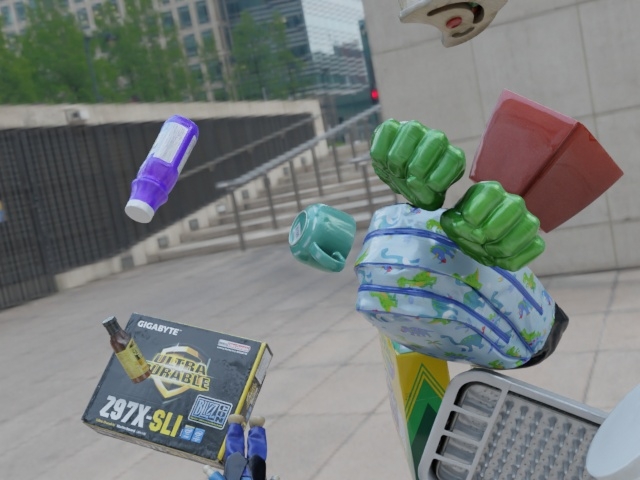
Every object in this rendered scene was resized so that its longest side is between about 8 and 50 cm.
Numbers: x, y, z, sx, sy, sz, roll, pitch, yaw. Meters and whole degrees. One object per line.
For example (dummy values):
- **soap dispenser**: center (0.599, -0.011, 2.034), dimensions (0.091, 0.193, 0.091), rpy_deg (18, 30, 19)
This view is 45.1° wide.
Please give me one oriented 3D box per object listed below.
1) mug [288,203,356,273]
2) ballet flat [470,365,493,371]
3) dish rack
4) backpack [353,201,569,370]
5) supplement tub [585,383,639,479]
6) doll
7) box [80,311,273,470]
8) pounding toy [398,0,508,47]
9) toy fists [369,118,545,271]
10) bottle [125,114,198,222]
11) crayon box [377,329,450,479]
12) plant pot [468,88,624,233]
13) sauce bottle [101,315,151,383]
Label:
- **mug**: center (0.001, -0.008, 1.524), dimensions (0.097, 0.129, 0.158), rpy_deg (22, -8, -21)
- **ballet flat**: center (0.404, 0.238, 1.992), dimensions (0.058, 0.249, 0.084), rpy_deg (2, -5, -42)
- **dish rack**: center (0.354, 0.360, 1.300), dimensions (0.333, 0.285, 0.072), rpy_deg (20, 28, 12)
- **backpack**: center (0.206, 0.080, 1.265), dimensions (0.290, 0.355, 0.273), rpy_deg (11, 55, 38)
- **supplement tub**: center (0.549, 0.346, 1.043), dimensions (0.228, 0.316, 0.228), rpy_deg (-49, -5, -6)
- **doll**: center (-0.129, 0.377, 1.270), dimensions (0.129, 0.046, 0.189), rpy_deg (7, 39, -12)
- **box**: center (-0.290, 0.301, 1.576), dimensions (0.322, 0.257, 0.079), rpy_deg (10, -27, 20)
- **pounding toy**: center (0.222, -0.443, 1.342), dimensions (0.270, 0.154, 0.154), rpy_deg (-7, -17, -39)
- **toy fists**: center (0.180, -0.060, 1.048), dimensions (0.096, 0.279, 0.142), rpy_deg (-48, -2, -12)
- **bottle**: center (-0.389, -0.172, 1.878), dimensions (0.092, 0.282, 0.118), rpy_deg (28, -32, -13)
- **crayon box**: center (0.199, 0.307, 1.631), dimensions (0.106, 0.313, 0.363), rpy_deg (-12, 14, -1)
- **plant pot**: center (0.536, -0.178, 1.920), dimensions (0.267, 0.235, 0.267), rpy_deg (31, 7, -42)
- **sauce bottle**: center (-0.352, 0.197, 1.395), dimensions (0.042, 0.128, 0.042), rpy_deg (-25, 15, 7)
